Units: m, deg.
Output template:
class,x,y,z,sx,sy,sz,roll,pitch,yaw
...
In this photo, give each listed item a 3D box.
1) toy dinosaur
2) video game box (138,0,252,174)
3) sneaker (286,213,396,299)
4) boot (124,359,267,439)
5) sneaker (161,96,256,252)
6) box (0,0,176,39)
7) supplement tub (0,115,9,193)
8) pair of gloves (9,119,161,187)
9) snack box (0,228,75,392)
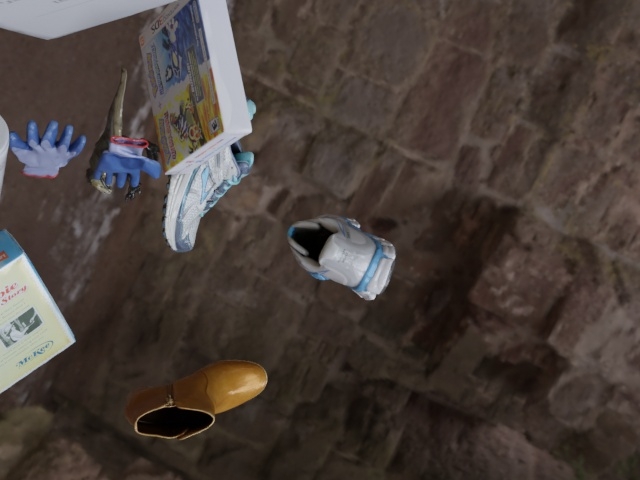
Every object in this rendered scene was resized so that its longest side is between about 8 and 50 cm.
class,x,y,z,sx,sy,sz,roll,pitch,yaw
toy dinosaur,-0.322,-0.143,1.499,0.064,0.118,0.268,-34,161,-46
video game box,-0.168,-0.209,1.204,0.187,0.048,0.205,-24,-105,57
sneaker,0.000,0.000,0.893,0.071,0.083,0.191,-67,-158,-3
boot,-0.215,0.305,1.717,0.211,0.295,0.104,-165,-112,-69
sneaker,-0.169,-0.100,1.409,0.110,0.122,0.283,-90,-167,-62
box,-0.070,-0.172,0.197,0.345,0.215,0.168,-23,99,-78
supplement tub,-0.344,-0.076,0.898,0.071,0.071,0.107,-64,-175,-38
pair of gloves,-0.303,-0.110,1.198,0.159,0.198,0.023,137,-45,-65
snack box,-0.467,0.145,1.092,0.322,0.060,0.187,-35,144,-20
